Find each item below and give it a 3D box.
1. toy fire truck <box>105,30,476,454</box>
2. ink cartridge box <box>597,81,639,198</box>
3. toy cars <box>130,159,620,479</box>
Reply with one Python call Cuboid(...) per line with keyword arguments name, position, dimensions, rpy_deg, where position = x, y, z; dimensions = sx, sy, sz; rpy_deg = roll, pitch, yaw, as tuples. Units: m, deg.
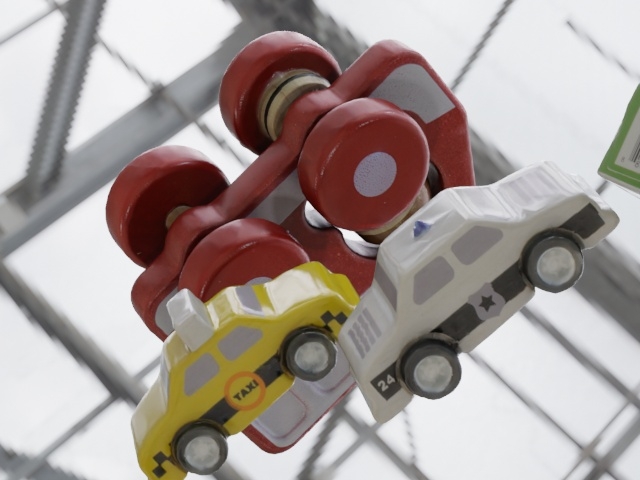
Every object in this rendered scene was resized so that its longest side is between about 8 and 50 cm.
Cuboid(name="toy fire truck", position=(0.000, 0.000, 1.548), dimensions=(0.254, 0.302, 0.169), rpy_deg=(48, -4, -42))
Cuboid(name="ink cartridge box", position=(0.261, -0.023, 1.175), dimensions=(0.109, 0.209, 0.062), rpy_deg=(26, -88, 36))
Cuboid(name="toy cars", position=(0.005, 0.043, 1.237), dimensions=(0.394, 0.176, 0.087), rpy_deg=(-24, -63, 42))
